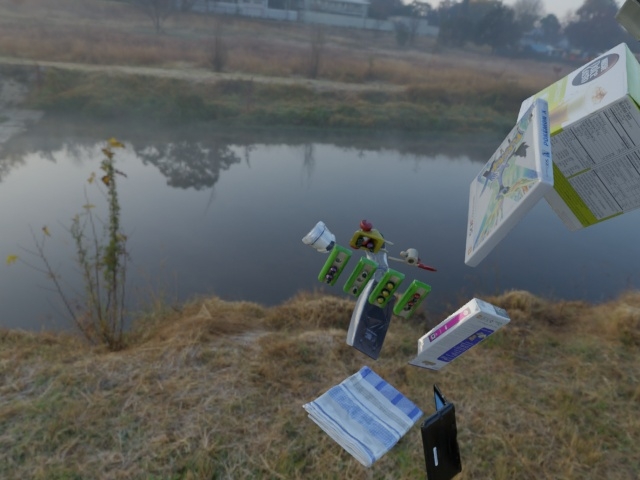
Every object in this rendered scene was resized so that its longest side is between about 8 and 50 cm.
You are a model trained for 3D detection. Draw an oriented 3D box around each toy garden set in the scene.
[{"bbox_3d":[0.140,0.076,1.178,0.244,0.204,0.049,24,38,-5],"label":"toy garden set"}]

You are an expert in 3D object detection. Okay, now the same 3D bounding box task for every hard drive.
[{"bbox_3d":[0.786,-0.554,1.282,0.094,0.022,0.135,52,12,9],"label":"hard drive"},{"bbox_3d":[0.182,0.285,1.876,0.054,0.254,0.172,0,-28,44],"label":"hard drive"}]

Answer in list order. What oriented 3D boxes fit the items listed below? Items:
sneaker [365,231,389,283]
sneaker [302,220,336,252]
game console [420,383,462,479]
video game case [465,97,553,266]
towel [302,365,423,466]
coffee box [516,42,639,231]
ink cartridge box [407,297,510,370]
[{"bbox_3d":[0.235,0.115,2.095,0.111,0.297,0.129,-3,-24,13],"label":"sneaker"},{"bbox_3d":[0.000,0.000,1.685,0.091,0.094,0.258,44,5,-3],"label":"sneaker"},{"bbox_3d":[0.181,0.313,0.829,0.107,0.122,0.071,-19,15,-36],"label":"game console"},{"bbox_3d":[0.454,-0.137,1.277,0.036,0.329,0.300,20,52,-4],"label":"video game case"},{"bbox_3d":[0.115,0.424,1.292,0.209,0.034,0.285,35,28,27],"label":"towel"},{"bbox_3d":[0.813,-0.295,1.518,0.334,0.338,0.337,-29,23,44],"label":"coffee box"},{"bbox_3d":[0.495,0.354,1.902,0.176,0.371,0.069,21,36,-34],"label":"ink cartridge box"}]
